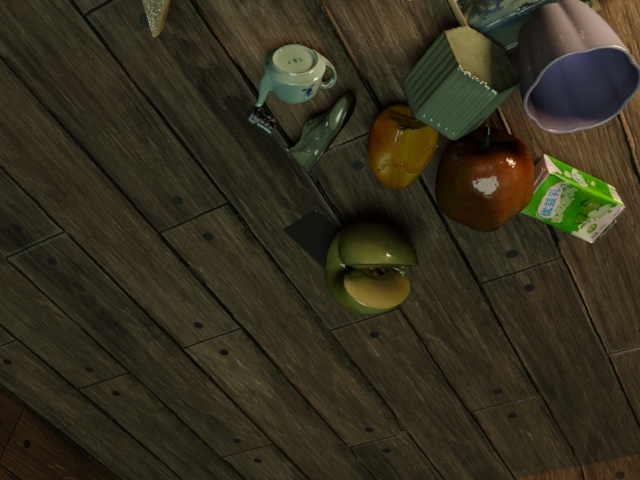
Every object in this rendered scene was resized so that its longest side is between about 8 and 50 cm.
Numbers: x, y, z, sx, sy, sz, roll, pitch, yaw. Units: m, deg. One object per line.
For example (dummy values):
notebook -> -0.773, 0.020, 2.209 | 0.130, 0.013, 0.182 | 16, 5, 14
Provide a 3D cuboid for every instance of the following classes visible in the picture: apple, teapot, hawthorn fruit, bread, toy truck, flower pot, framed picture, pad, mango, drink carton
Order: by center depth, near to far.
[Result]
flower pot -> 0.594, -0.427, 1.660 | 0.265, 0.243, 0.265 | 0, 143, 0
framed picture -> 0.488, -0.585, 1.699 | 0.315, 0.024, 0.232 | -22, 126, 24
flower pot -> 0.346, -0.393, 1.739 | 0.209, 0.239, 0.189 | 52, 137, 10
bread -> -0.389, -0.596, 1.754 | 0.105, 0.077, 0.152 | -3, 131, 10
teapot -> -0.064, -0.419, 1.832 | 0.232, 0.159, 0.159 | -18, 132, -16
hawthorn fruit -> 0.442, -0.178, 1.883 | 0.268, 0.268, 0.301 | -2, 142, 8
mango -> 0.215, -0.248, 1.949 | 0.187, 0.138, 0.257 | 0, 137, -18
toy truck -> -0.165, -0.336, 1.977 | 0.083, 0.039, 0.044 | 34, 140, -23
drink carton -> 0.715, -0.116, 2.021 | 0.271, 0.108, 0.161 | 23, 127, -11
apple -> 0.156, 0.083, 2.137 | 0.254, 0.292, 0.292 | -1, 137, -31
pad -> 0.000, 0.000, 2.268 | 0.143, 0.003, 0.211 | -30, 121, 28

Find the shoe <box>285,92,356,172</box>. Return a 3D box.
shoe -> 0.003, -0.310, 1.943 | 0.098, 0.103, 0.275 | 36, 124, -6
